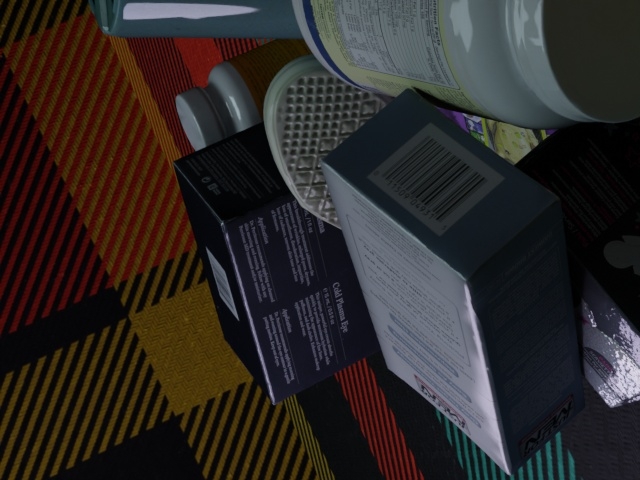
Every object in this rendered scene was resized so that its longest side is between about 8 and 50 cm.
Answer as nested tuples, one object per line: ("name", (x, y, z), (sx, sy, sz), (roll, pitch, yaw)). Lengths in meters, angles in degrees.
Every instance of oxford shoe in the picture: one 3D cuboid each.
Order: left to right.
("oxford shoe", (0.058, -0.095, 1.878), (0.449, 0.169, 0.130), (41, -162, -49))

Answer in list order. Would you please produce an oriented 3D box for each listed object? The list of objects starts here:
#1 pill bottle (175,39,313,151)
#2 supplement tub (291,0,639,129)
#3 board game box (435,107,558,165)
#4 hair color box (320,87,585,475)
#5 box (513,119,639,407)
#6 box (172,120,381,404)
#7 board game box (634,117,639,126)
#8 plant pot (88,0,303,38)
("pill bottle", (-0.078, -0.210, 2.190), (0.136, 0.245, 0.136), (57, 163, 28))
("supplement tub", (0.151, -0.226, 1.334), (0.324, 0.235, 0.235), (20, 135, 50))
("board game box", (0.211, -0.109, 1.675), (0.208, 0.056, 0.347), (51, 167, -10))
("hair color box", (0.132, 0.050, 1.410), (0.185, 0.113, 0.374), (41, 163, 32))
("box", (0.271, 0.018, 1.434), (0.247, 0.142, 0.163), (51, 160, 0))
("box", (0.000, 0.000, 2.136), (0.179, 0.312, 0.343), (49, 158, 48))
("board game box", (0.255, -0.206, 1.463), (0.259, 0.039, 0.124), (59, 165, 30))
("plant pot", (-0.079, -0.354, 1.623), (0.341, 0.334, 0.341), (172, 90, -73))
